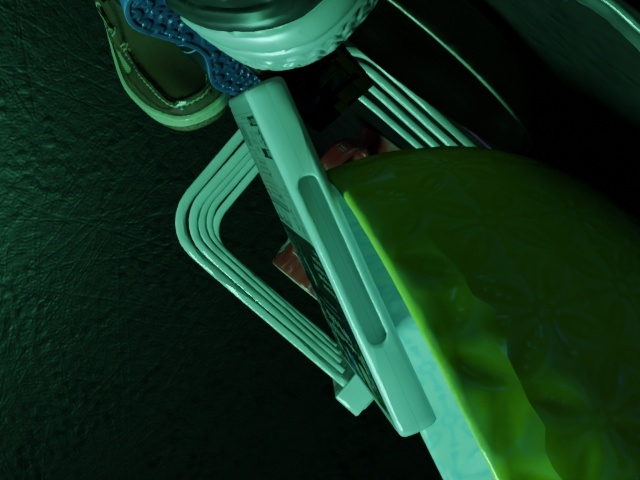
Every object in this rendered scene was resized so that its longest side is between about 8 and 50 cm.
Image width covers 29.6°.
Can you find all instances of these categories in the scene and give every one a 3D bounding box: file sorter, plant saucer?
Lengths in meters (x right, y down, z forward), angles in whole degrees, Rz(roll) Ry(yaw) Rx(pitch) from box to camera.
[{"bbox_3d":[0.020,-0.020,0.879,0.173,0.193,0.278,41,180,0],"label":"file sorter"},{"bbox_3d":[0.043,-0.105,0.587,0.168,0.029,0.168,38,179,1],"label":"plant saucer"}]

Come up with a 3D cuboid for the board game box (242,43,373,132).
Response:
[{"bbox_3d":[-0.057,-0.153,0.680,0.170,0.048,0.141,39,-168,-49],"label":"board game box"}]

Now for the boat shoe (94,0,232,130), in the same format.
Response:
[{"bbox_3d":[-0.161,-0.203,1.094,0.257,0.095,0.095,56,175,39],"label":"boat shoe"}]

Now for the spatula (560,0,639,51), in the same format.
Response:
[{"bbox_3d":[0.096,-0.061,0.389,0.296,0.030,0.084,38,-178,5],"label":"spatula"}]

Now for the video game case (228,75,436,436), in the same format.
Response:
[{"bbox_3d":[0.000,0.000,0.628,0.190,0.022,0.173,-143,29,-81],"label":"video game case"}]

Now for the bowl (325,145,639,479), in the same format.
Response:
[{"bbox_3d":[0.129,0.066,0.600,0.289,0.156,0.289,155,90,-87],"label":"bowl"}]

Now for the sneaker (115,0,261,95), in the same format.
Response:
[{"bbox_3d":[-0.096,-0.190,0.964,0.090,0.081,0.232,61,-166,23],"label":"sneaker"}]

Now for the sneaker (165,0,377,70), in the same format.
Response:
[{"bbox_3d":[-0.093,-0.173,0.500,0.268,0.101,0.153,34,174,41],"label":"sneaker"}]

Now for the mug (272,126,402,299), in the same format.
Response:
[{"bbox_3d":[0.024,-0.026,1.235,0.150,0.169,0.113,38,-179,-26],"label":"mug"}]
